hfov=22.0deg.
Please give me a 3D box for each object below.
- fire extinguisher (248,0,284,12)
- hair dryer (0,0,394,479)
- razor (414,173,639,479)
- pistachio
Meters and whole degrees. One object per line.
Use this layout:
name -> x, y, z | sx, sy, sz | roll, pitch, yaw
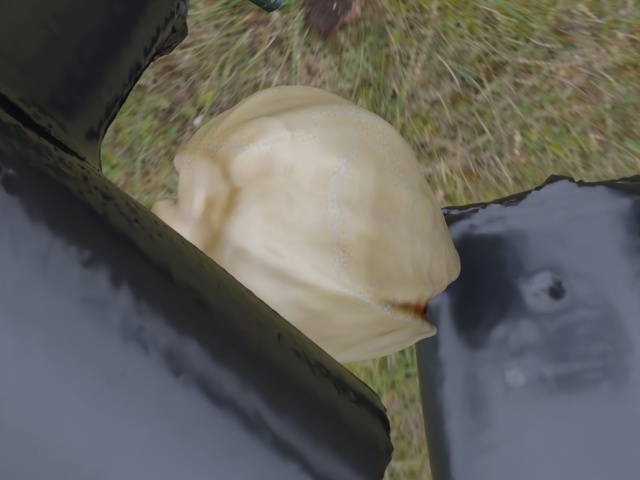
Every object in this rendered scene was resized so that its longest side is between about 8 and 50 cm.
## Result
fire extinguisher -> -0.049, -0.129, 0.702 | 0.083, 0.025, 0.038 | 24, 61, -34
hair dryer -> -0.058, -0.042, 0.413 | 0.197, 0.251, 0.089 | 39, 134, -20
razor -> 0.167, 0.132, 1.035 | 0.204, 0.113, 0.349 | -13, 92, 11
pistachio -> 0.000, 0.000, 0.881 | 0.157, 0.229, 0.157 | -4, 80, 25
